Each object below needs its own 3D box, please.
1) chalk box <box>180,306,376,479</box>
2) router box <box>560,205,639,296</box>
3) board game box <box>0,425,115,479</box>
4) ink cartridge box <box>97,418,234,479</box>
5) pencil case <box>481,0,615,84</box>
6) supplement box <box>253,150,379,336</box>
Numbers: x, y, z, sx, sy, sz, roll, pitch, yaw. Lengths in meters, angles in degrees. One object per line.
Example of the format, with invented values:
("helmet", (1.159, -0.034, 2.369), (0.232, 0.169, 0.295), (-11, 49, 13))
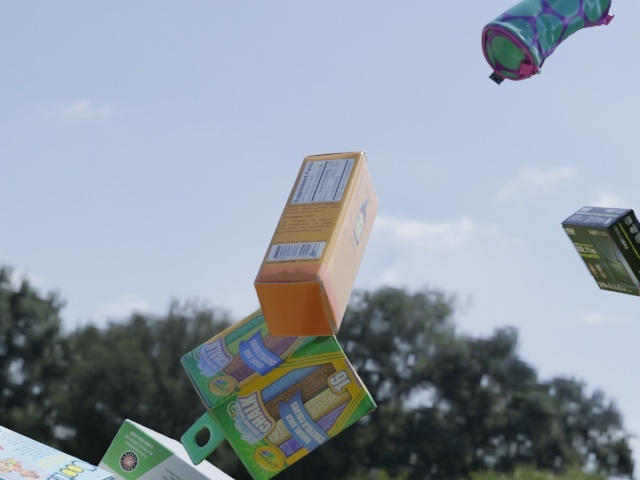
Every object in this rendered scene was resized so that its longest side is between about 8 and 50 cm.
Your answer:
("chalk box", (-0.071, 0.178, 1.703), (0.132, 0.213, 0.132), (62, -8, -31))
("router box", (0.319, 0.011, 1.590), (0.092, 0.038, 0.122), (58, -11, -10))
("board game box", (-0.411, 0.309, 1.762), (0.275, 0.142, 0.144), (19, 11, 21))
("ink cartridge box", (-0.220, 0.398, 1.839), (0.201, 0.278, 0.117), (27, -6, 39))
("pencil case", (0.224, -0.212, 1.449), (0.070, 0.151, 0.064), (47, -34, 8))
("supplement box", (0.000, 0.000, 1.569), (0.080, 0.233, 0.078), (-2, -54, 20))
